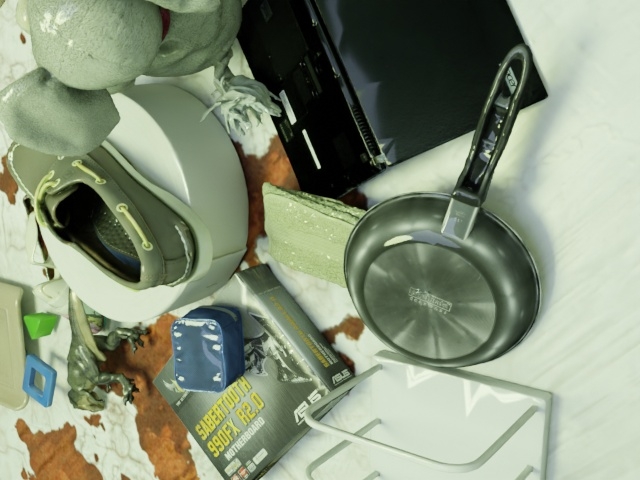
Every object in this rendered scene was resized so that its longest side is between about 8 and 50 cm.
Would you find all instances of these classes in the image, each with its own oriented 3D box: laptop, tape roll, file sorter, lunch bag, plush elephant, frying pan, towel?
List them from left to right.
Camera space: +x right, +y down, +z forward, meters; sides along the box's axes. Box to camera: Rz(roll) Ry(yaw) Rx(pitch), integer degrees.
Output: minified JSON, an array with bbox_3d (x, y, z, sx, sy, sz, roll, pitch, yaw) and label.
[{"bbox_3d":[-0.201,-0.227,0.749,0.272,0.255,0.330,-44,80,21],"label":"plush elephant"},{"bbox_3d":[-0.223,-0.047,0.971,0.286,0.100,0.286,9,107,34],"label":"tape roll"},{"bbox_3d":[-0.122,0.124,0.894,0.067,0.065,0.098,3,102,20],"label":"lunch bag"},{"bbox_3d":[0.000,0.000,0.847,0.148,0.027,0.110,19,135,29],"label":"towel"},{"bbox_3d":[0.050,-0.183,0.794,0.264,0.136,0.234,-28,84,63],"label":"laptop"},{"bbox_3d":[0.095,0.284,0.782,0.193,0.173,0.278,10,108,34],"label":"file sorter"},{"bbox_3d":[0.143,0.008,0.723,0.197,0.053,0.326,40,129,-1],"label":"frying pan"}]

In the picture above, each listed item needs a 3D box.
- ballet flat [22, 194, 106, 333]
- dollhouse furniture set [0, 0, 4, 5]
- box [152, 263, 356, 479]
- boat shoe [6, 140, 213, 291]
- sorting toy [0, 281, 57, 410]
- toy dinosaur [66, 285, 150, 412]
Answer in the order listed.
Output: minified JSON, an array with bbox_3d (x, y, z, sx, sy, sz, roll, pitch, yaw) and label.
[{"bbox_3d":[-0.369,0.033,1.110,0.077,0.079,0.221,-12,95,36],"label":"ballet flat"},{"bbox_3d":[-0.476,-0.336,1.059,0.183,0.129,0.129,-36,80,35],"label":"dollhouse furniture set"},{"bbox_3d":[-0.085,0.169,0.955,0.183,0.056,0.231,50,125,14],"label":"box"},{"bbox_3d":[-0.254,-0.041,0.874,0.305,0.091,0.109,31,118,26],"label":"boat shoe"},{"bbox_3d":[-0.522,0.155,1.276,0.347,0.047,0.196,10,103,33],"label":"sorting toy"},{"bbox_3d":[-0.301,0.156,1.090,0.118,0.064,0.268,15,120,15],"label":"toy dinosaur"}]
